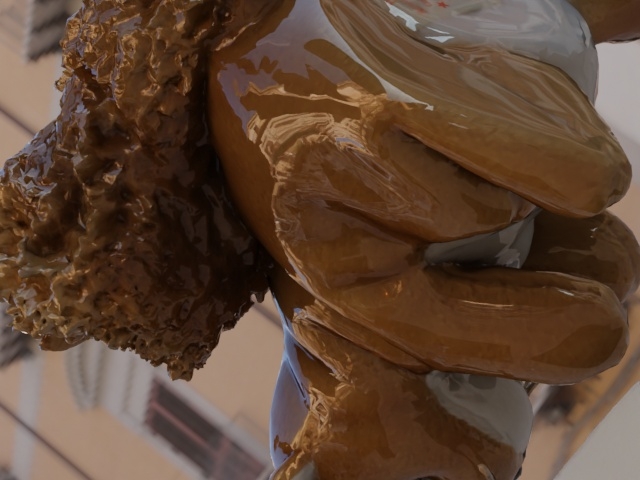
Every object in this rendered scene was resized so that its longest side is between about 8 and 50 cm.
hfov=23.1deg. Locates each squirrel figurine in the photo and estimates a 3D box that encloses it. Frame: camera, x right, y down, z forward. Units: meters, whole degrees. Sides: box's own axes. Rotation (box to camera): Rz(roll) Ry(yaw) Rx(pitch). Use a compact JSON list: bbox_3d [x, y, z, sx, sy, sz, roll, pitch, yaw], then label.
[{"bbox_3d":[0.000,0.000,0.967,0.281,0.397,0.370,-71,-6,-54],"label":"squirrel figurine"}]

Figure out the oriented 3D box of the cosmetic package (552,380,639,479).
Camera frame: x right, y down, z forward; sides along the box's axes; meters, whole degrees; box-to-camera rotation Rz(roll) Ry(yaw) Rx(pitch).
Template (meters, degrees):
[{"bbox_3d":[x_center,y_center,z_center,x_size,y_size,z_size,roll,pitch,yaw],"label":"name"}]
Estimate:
[{"bbox_3d":[0.233,0.220,0.742,0.153,0.296,0.129,6,-49,-32],"label":"cosmetic package"}]
